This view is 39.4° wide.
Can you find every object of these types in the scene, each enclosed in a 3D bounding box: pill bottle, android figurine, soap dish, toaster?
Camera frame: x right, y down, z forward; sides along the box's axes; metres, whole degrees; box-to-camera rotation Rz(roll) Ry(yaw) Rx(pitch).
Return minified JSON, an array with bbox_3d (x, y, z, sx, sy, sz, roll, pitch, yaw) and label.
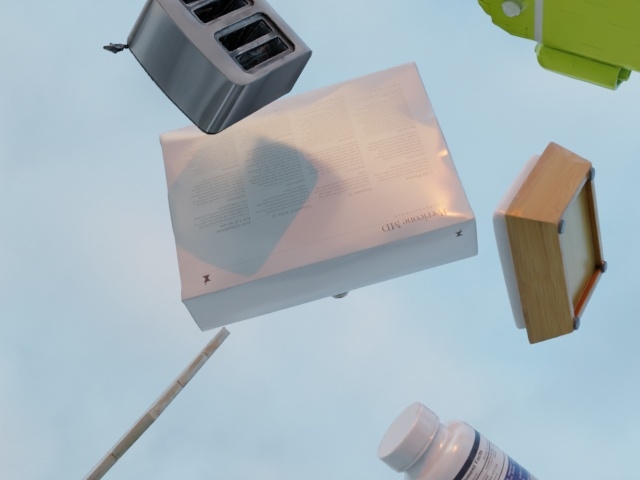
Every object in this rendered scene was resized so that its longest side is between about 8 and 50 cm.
[{"bbox_3d":[0.142,0.238,0.884,0.169,0.094,0.094,38,-51,-4],"label":"pill bottle"},{"bbox_3d":[0.249,-0.243,0.853,0.273,0.056,0.248,22,-20,20],"label":"android figurine"},{"bbox_3d":[0.413,0.008,1.582,0.118,0.229,0.290,7,-49,34],"label":"soap dish"},{"bbox_3d":[-0.128,-0.234,1.082,0.168,0.186,0.110,48,-40,5],"label":"toaster"}]

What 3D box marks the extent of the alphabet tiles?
[{"bbox_3d":[-0.150,0.155,0.587,0.009,0.198,0.237,42,-66,-1],"label":"alphabet tiles"}]

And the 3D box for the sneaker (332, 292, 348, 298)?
[{"bbox_3d":[0.000,0.000,1.578,0.088,0.092,0.225,-18,-78,5],"label":"sneaker"}]

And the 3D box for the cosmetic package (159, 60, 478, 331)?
[{"bbox_3d":[-0.012,-0.064,1.200,0.378,0.284,0.097,-15,-37,2],"label":"cosmetic package"}]
